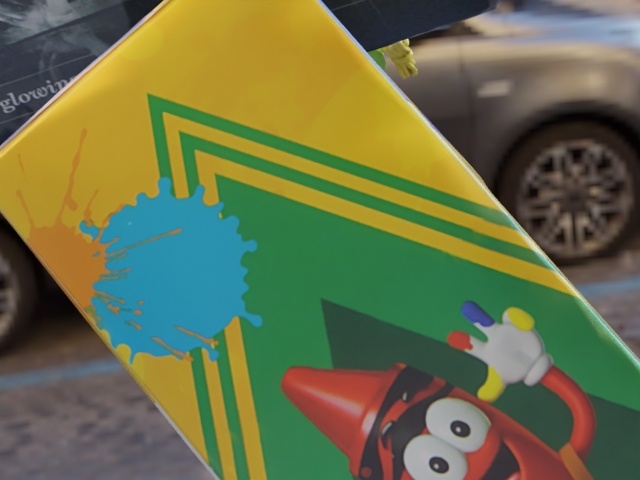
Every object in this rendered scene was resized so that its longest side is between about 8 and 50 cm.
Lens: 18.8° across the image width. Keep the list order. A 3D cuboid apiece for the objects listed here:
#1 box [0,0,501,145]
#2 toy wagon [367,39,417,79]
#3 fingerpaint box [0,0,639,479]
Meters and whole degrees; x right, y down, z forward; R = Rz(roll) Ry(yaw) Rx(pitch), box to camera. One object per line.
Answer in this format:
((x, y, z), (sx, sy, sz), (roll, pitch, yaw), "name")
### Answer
((-0.217, -0.286, 0.961), (0.479, 0.472, 0.297), (-17, 50, 19), "box")
((-0.071, -0.136, 1.933), (0.344, 0.267, 0.068), (-24, 59, 7), "toy wagon")
((0.068, 0.089, 0.927), (0.163, 0.371, 0.445), (-41, -13, 1), "fingerpaint box")
